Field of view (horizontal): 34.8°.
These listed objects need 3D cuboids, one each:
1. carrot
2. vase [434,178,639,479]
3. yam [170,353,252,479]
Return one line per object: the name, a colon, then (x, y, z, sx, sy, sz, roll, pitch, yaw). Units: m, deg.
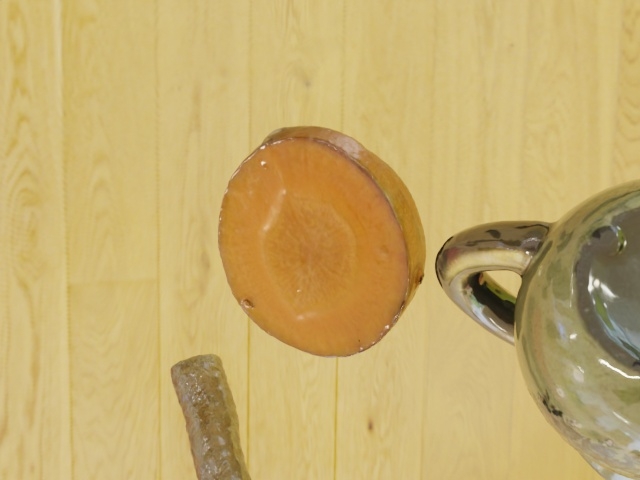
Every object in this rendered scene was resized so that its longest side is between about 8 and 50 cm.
carrot: (0.000, 0.000, 1.327, 0.258, 0.100, 0.307, -18, 109, 16)
vase: (0.249, 0.079, 0.874, 0.329, 0.302, 0.241, 24, 72, 22)
yam: (-0.126, 0.301, 1.344, 0.081, 0.356, 0.081, -14, 141, -11)
